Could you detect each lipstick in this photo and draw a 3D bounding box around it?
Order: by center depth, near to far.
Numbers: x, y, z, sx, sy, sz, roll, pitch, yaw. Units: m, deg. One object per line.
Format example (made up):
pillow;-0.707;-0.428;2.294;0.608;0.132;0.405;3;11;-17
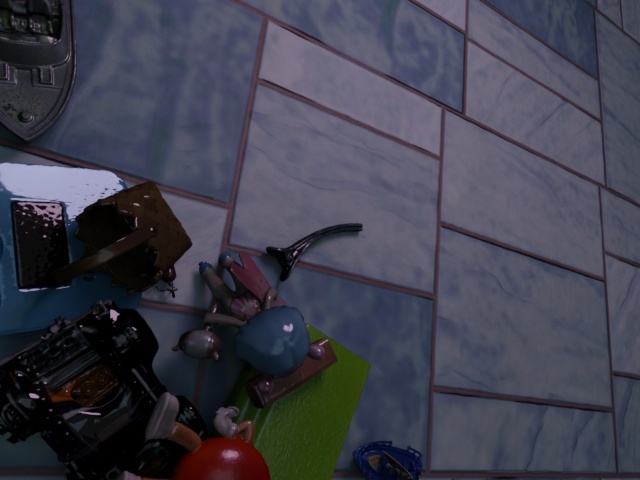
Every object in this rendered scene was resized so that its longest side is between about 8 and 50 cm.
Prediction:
lipstick;-0.045;0.207;0.721;0.145;0.045;0.045;-23;84;-32

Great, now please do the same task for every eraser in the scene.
eraser;-0.053;0.289;0.769;0.210;0.092;0.274;36;63;-16

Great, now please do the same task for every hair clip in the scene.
hair clip;0.000;0.000;0.897;0.229;0.039;0.070;-28;92;-33

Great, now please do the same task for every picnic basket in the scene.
picnic basket;-0.277;0.011;0.625;0.138;0.127;0.178;60;25;-12

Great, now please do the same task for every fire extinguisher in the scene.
fire extinguisher;-0.260;0.045;0.736;0.046;0.032;0.101;-8;77;-42

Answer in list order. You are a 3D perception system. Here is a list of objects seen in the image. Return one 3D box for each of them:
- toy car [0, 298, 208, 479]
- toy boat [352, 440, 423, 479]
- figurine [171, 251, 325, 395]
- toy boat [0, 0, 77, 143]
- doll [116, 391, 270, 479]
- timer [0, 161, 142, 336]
toy car;-0.282;0.240;0.610;0.193;0.117;0.302;-36;113;-34
toy boat;0.135;0.417;0.841;0.174;0.110;0.091;29;66;-20
figurine;-0.126;0.112;0.697;0.205;0.103;0.260;-21;49;-30
toy boat;-0.438;-0.296;0.671;0.141;0.092;0.320;-4;82;-29
doll;-0.149;0.313;0.607;0.217;0.085;0.183;32;73;-20
timer;-0.398;0.013;0.653;0.249;0.091;0.232;-3;79;-43
